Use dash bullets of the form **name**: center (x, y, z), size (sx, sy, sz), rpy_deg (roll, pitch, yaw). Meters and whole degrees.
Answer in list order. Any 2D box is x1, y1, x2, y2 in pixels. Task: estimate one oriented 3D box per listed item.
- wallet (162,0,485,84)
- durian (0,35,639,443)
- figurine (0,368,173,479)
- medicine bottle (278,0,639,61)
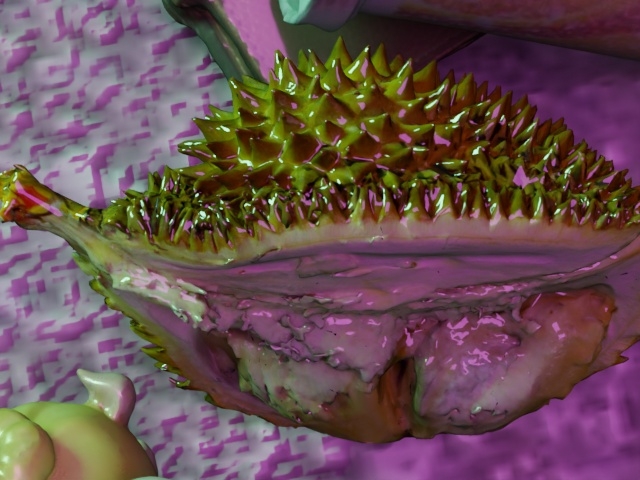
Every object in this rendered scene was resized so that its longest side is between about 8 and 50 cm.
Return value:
- **wallet**: center (-0.007, -0.118, 0.616), size (0.118, 0.039, 0.153), rpy_deg (-30, 89, -13)
- **durian**: center (0.000, 0.000, 0.564), size (0.208, 0.146, 0.102), rpy_deg (8, 50, -17)
- **figurine**: center (-0.051, 0.120, 0.550), size (0.235, 0.127, 0.155), rpy_deg (-23, 53, -12)
- **medicine bottle**: center (0.205, -0.086, 0.585), size (0.426, 0.108, 0.108), rpy_deg (8, 84, -12)
